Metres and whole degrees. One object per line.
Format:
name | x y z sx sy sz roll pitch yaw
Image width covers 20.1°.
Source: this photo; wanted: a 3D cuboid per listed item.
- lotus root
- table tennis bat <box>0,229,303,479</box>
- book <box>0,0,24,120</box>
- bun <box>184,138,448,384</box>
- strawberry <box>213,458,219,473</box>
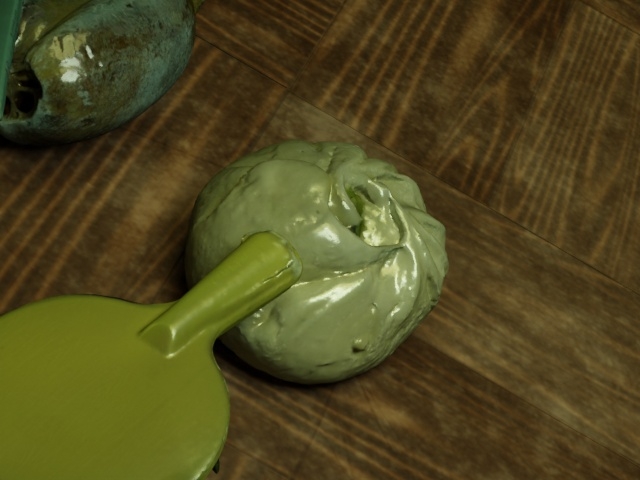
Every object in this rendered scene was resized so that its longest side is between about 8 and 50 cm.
lotus root | -0.208 -0.187 1.754 0.158 0.140 0.322 19 32 25
table tennis bat | -0.145 0.098 1.450 0.224 0.054 0.368 33 48 19
book | -0.399 -0.214 1.628 0.264 0.031 0.379 -1 36 -2
bun | 0.000 0.000 1.672 0.259 0.160 0.259 16 41 -14
strawberry | -0.169 0.151 1.466 0.187 0.082 0.146 18 35 -6
